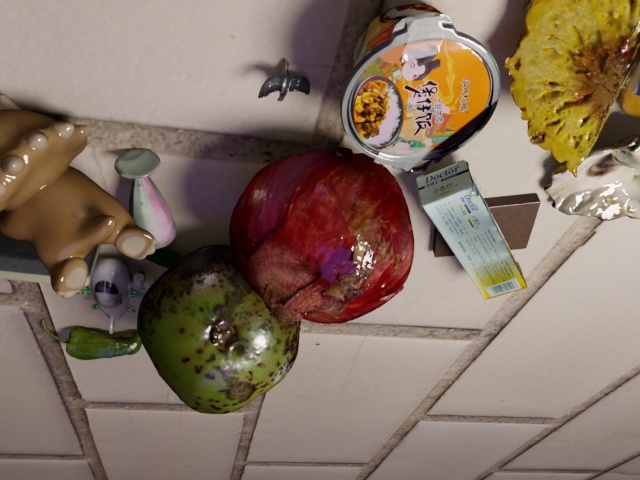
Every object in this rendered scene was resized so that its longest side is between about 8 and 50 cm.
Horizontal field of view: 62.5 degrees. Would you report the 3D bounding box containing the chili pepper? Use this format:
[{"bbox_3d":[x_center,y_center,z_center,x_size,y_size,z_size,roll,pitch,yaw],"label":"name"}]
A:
[{"bbox_3d":[-0.495,0.224,1.144,0.204,0.073,0.072,6,153,-9],"label":"chili pepper"}]

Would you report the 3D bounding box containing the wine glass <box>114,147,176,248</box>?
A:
[{"bbox_3d":[-0.267,-0.059,0.808,0.074,0.073,0.155,1,141,-5],"label":"wine glass"}]

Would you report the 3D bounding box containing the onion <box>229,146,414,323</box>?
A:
[{"bbox_3d":[0.000,0.000,0.758,0.277,0.276,0.276,-2,140,-2],"label":"onion"}]

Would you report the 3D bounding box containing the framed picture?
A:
[{"bbox_3d":[0.287,-0.024,0.929,0.169,0.023,0.127,-6,141,3],"label":"framed picture"}]

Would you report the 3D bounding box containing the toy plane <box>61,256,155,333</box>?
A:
[{"bbox_3d":[-0.390,0.098,0.986,0.174,0.080,0.173,-2,138,-2],"label":"toy plane"}]

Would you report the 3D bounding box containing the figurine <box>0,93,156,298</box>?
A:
[{"bbox_3d":[-0.357,-0.072,0.687,0.177,0.247,0.173,-33,162,-32],"label":"figurine"}]

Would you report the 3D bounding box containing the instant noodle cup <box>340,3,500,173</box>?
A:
[{"bbox_3d":[0.109,-0.196,0.627,0.178,0.125,0.208,5,140,-9],"label":"instant noodle cup"}]

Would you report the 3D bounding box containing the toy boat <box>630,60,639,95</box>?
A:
[{"bbox_3d":[0.490,-0.197,0.620,0.296,0.088,0.129,6,115,-28],"label":"toy boat"}]

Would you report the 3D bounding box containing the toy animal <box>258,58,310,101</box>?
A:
[{"bbox_3d":[-0.047,-0.207,0.678,0.084,0.050,0.028,-19,-169,-39],"label":"toy animal"}]

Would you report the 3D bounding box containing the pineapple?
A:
[{"bbox_3d":[0.314,-0.236,0.633,0.140,0.164,0.249,27,143,25],"label":"pineapple"}]

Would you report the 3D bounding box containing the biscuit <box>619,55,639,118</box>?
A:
[{"bbox_3d":[0.517,-0.238,0.670,0.260,0.041,0.203,-28,135,25],"label":"biscuit"}]

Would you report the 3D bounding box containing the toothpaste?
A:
[{"bbox_3d":[0.259,-0.003,0.877,0.089,0.070,0.313,-21,138,23],"label":"toothpaste"}]

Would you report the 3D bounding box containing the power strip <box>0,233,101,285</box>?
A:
[{"bbox_3d":[-0.495,0.007,0.847,0.257,0.105,0.070,8,139,-12],"label":"power strip"}]

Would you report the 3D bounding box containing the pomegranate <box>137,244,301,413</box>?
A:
[{"bbox_3d":[-0.171,0.151,0.957,0.285,0.284,0.340,2,173,-6],"label":"pomegranate"}]

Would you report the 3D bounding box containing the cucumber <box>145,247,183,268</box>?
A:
[{"bbox_3d":[-0.296,0.020,0.931,0.037,0.037,0.155,-34,132,32],"label":"cucumber"}]

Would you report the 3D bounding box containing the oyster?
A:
[{"bbox_3d":[0.461,-0.099,0.792,0.223,0.083,0.214,8,150,18],"label":"oyster"}]
